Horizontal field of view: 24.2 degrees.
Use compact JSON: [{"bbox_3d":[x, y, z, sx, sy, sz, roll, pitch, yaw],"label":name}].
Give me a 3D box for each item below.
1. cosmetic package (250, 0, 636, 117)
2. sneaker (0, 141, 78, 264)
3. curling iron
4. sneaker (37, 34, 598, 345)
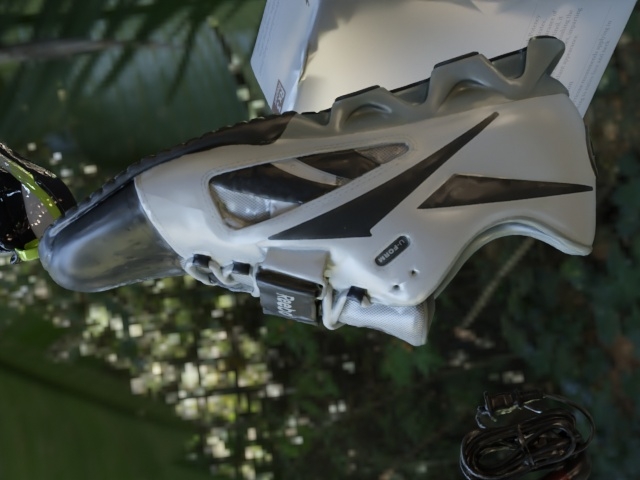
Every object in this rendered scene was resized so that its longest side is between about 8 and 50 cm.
[{"bbox_3d":[0.080,-0.140,0.990,0.085,0.231,0.117,-114,31,-41],"label":"cosmetic package"},{"bbox_3d":[-0.324,-0.041,1.401,0.097,0.234,0.084,-42,-48,-26],"label":"sneaker"},{"bbox_3d":[0.034,0.177,0.782,0.068,0.274,0.035,46,173,20],"label":"curling iron"},{"bbox_3d":[0.000,0.000,0.858,0.122,0.330,0.146,23,-129,-79],"label":"sneaker"}]
